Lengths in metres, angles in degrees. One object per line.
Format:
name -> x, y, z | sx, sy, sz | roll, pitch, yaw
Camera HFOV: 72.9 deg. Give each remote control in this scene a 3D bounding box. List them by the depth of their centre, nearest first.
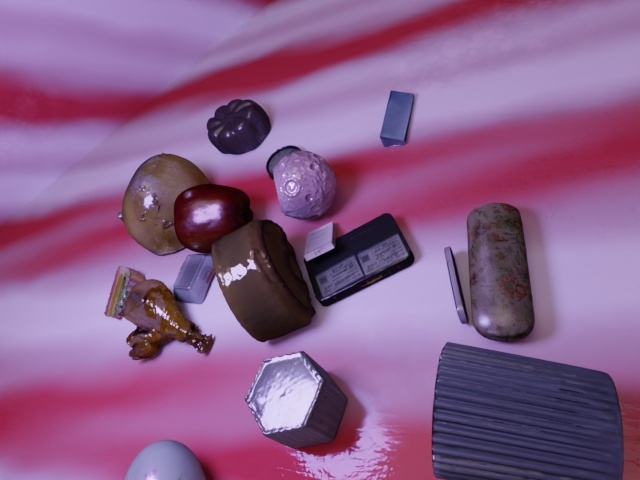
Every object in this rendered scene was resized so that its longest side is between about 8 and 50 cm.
remote control -> 0.393, 0.125, 1.256 | 0.022, 0.077, 0.245 | -16, 52, 20

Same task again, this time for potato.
potato -> -0.709, -0.195, 1.917 | 0.385, 0.319, 0.442 | -12, 51, 20

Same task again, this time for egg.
egg -> -0.414, 0.731, 1.160 | 0.230, 0.230, 0.371 | -27, 55, 8

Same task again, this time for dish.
dish -> -0.504, 0.138, 1.723 | 0.151, 0.077, 0.212 | 2, 59, 30

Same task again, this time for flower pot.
flower pot -> -0.064, 0.442, 1.202 | 0.239, 0.189, 0.209 | -18, 51, 16

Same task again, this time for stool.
stool -> 0.426, 0.386, 0.926 | 0.330, 0.297, 0.297 | 2, 59, 24

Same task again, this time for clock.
clock -> -0.155, -0.341, 1.899 | 0.184, 0.040, 0.185 | -14, 52, 19

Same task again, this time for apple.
apple -> -0.428, -0.088, 1.718 | 0.316, 0.288, 0.288 | -3, 56, 15

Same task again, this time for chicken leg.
chicken leg -> -0.579, 0.333, 1.600 | 0.409, 0.182, 0.295 | 25, 81, 21

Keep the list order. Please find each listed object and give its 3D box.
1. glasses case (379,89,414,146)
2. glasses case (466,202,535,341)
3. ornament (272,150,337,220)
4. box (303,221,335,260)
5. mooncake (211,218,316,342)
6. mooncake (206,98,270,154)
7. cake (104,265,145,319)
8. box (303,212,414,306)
glasses case -> 0.312, -0.493, 1.762 | 0.105, 0.056, 0.266 | 12, 62, 7
glasses case -> 0.500, 0.075, 1.221 | 0.156, 0.098, 0.425 | -5, 55, 22
ornament -> -0.055, -0.207, 1.617 | 0.225, 0.259, 0.259 | -12, 51, -3
box -> 0.000, 0.000, 1.525 | 0.109, 0.029, 0.198 | -26, 20, 13
mooncake -> -0.183, 0.130, 1.464 | 0.246, 0.393, 0.394 | -29, 89, 8
mooncake -> -0.405, -0.557, 2.113 | 0.306, 0.154, 0.306 | -15, 54, 21
cake -> -0.841, 0.228, 1.865 | 0.109, 0.090, 0.225 | 11, 83, 31
box -> 0.123, 0.063, 1.459 | 0.350, 0.058, 0.211 | -27, 51, 9
